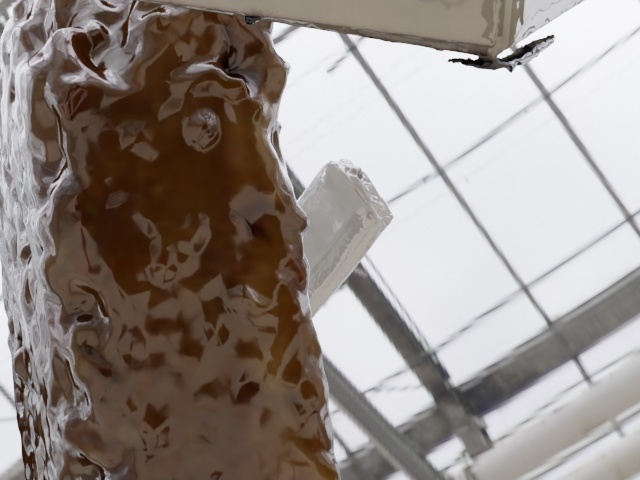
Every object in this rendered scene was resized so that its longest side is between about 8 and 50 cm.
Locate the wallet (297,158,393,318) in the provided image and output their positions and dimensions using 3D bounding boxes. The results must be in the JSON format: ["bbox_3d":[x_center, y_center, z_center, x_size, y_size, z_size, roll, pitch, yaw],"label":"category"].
[{"bbox_3d":[0.000,0.000,1.302,0.033,0.095,0.190,-19,-27,-45],"label":"wallet"}]

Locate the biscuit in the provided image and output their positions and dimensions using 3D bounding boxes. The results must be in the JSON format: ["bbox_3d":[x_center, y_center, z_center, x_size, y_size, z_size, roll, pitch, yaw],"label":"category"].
[{"bbox_3d":[-0.118,0.040,0.843,0.166,0.395,0.342,-4,-13,-16],"label":"biscuit"}]

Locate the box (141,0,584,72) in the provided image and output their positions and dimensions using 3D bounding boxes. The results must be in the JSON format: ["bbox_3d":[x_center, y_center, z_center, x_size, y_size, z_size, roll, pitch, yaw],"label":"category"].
[{"bbox_3d":[0.020,-0.150,0.480,0.203,0.252,0.106,12,-65,27],"label":"box"}]
